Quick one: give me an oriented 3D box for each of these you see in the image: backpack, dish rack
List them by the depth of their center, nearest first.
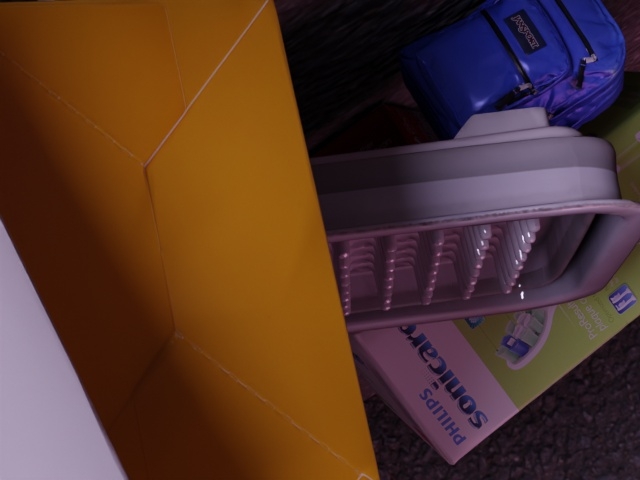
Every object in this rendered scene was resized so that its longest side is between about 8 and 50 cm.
[{"bbox_3d":[0.000,0.000,0.993,0.333,0.072,0.285,-6,167,0],"label":"dish rack"},{"bbox_3d":[0.120,-0.100,1.057,0.120,0.098,0.101,-30,169,-2],"label":"backpack"}]

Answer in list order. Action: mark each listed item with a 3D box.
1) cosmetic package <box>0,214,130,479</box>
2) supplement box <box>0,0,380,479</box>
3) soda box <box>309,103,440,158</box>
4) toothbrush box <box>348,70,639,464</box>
[{"bbox_3d":[-0.205,0.120,0.603,0.155,0.197,0.365,-15,154,-35],"label":"cosmetic package"},{"bbox_3d":[-0.092,0.034,0.697,0.129,0.191,0.194,-5,164,-26],"label":"supplement box"},{"bbox_3d":[-0.026,0.017,1.210,0.263,0.083,0.092,-36,169,16],"label":"soda box"},{"bbox_3d":[0.145,0.008,1.296,0.283,0.122,0.206,-37,-168,-5],"label":"toothbrush box"}]
